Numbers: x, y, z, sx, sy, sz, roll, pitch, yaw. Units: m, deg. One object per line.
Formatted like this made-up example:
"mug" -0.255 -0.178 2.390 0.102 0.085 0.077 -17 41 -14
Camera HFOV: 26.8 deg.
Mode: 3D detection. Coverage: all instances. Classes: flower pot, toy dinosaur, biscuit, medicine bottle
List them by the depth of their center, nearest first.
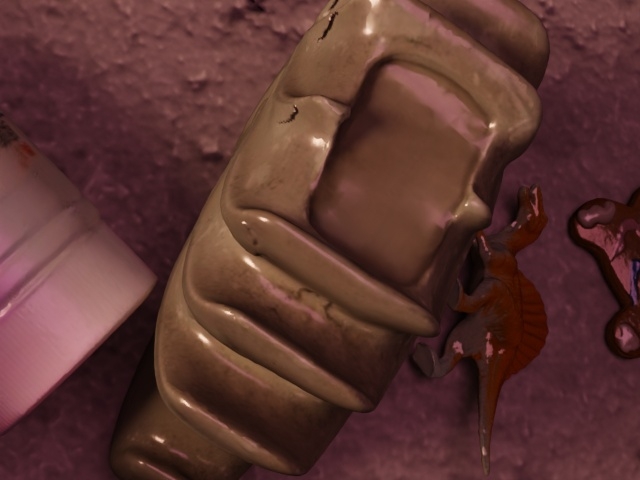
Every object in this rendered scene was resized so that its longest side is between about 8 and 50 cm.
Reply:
"medicine bottle" -0.239 -0.014 0.839 0.254 0.152 0.152 46 64 -5
"flower pot" 0.000 0.000 0.882 0.164 0.254 0.367 32 65 -12
"toy dinosaur" 0.137 0.065 1.045 0.142 0.057 0.212 -7 90 -44
"biscuit" 0.293 0.051 1.119 0.138 0.031 0.205 -16 84 -26
